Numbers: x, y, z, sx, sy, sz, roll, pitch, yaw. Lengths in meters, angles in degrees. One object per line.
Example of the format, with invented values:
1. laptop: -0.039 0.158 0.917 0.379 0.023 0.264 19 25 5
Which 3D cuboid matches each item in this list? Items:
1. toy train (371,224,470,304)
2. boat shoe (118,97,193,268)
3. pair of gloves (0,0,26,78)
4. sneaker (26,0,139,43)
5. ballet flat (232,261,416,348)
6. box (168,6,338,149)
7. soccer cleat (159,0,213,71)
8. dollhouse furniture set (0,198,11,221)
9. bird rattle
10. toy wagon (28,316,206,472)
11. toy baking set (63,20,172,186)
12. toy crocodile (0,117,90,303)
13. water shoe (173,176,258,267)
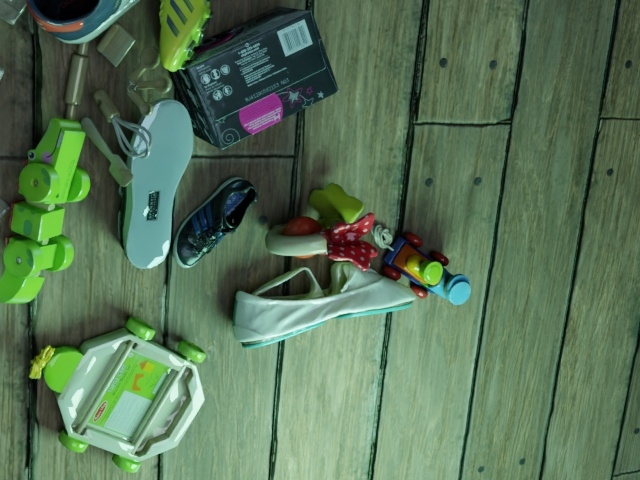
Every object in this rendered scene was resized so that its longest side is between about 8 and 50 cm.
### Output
1. toy train: 0.192 0.045 1.987 0.248 0.143 0.105 34 89 -32
2. boat shoe: -0.300 -0.108 1.703 0.113 0.105 0.306 -5 115 -30
3. pair of gloves: -0.575 -0.350 1.506 0.204 0.042 0.240 21 98 -24
4. sneaker: -0.311 -0.443 1.497 0.350 0.148 0.131 -44 83 11
5. ballet flat: 0.011 0.109 1.935 0.400 0.139 0.139 -12 112 -23
6. box: -0.124 -0.294 1.712 0.247 0.142 0.163 -29 116 -18
7. soccer cleat: -0.231 -0.404 1.599 0.121 0.093 0.289 19 64 -11
8. dollhouse furniture set: -0.594 -0.071 1.609 0.076 0.059 0.151 -53 141 -12
9. bird rattle: 0.000 0.000 1.827 0.207 0.253 0.143 -9 112 0
10. toy wagon: -0.383 0.273 1.807 0.344 0.068 0.267 31 91 -31
11. toy baking set: -0.347 -0.229 1.605 0.030 0.197 0.256 -9 120 -64
12. toy crocodile: -0.475 -0.045 1.629 0.115 0.105 0.340 -19 129 -67
13. water shoe: -0.198 -0.032 1.795 0.073 0.080 0.203 38 87 -31
